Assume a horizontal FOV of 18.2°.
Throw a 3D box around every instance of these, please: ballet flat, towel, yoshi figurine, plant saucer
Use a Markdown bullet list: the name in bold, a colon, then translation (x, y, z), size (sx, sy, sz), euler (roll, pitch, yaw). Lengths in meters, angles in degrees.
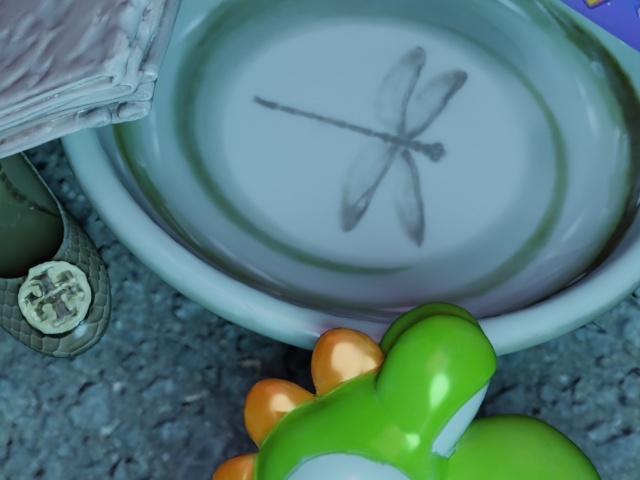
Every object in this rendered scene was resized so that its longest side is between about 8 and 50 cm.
- **ballet flat**: translation (-0.211, -0.035, 1.282), size (0.084, 0.058, 0.250), euler (-27, 70, -6)
- **towel**: translation (-0.193, -0.156, 1.208), size (0.317, 0.053, 0.331), euler (-17, 42, 31)
- **yoshi figurine**: translation (0.026, 0.215, 1.053), size (0.203, 0.203, 0.362), euler (39, 104, 46)
- **plant saucer**: translation (0.035, -0.074, 1.230), size (0.401, 0.100, 0.400), euler (4, 53, -5)

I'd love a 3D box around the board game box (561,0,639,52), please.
- **board game box**: translation (0.190, -0.239, 1.266), size (0.347, 0.078, 0.233), euler (35, 42, 14)
